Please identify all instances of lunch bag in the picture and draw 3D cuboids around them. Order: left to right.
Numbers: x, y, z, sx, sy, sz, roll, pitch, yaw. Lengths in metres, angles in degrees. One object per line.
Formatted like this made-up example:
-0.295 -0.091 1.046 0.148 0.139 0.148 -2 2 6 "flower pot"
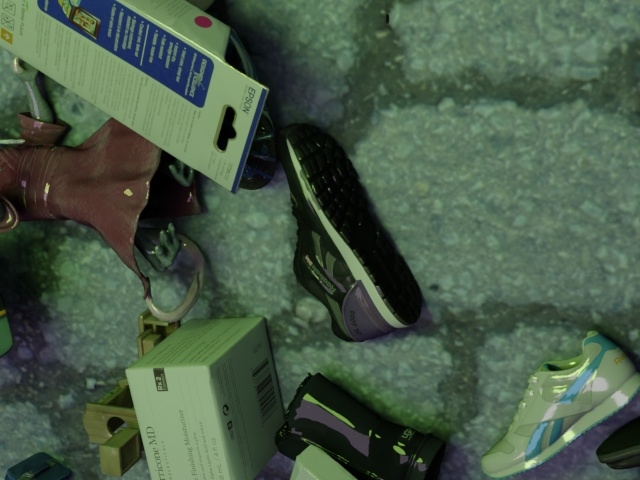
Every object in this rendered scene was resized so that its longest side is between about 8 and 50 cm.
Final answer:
-0.418 0.354 1.736 0.067 0.098 0.065 26 112 18 "lunch bag"

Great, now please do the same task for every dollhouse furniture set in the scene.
-0.268 0.192 1.576 0.101 0.182 0.161 5 109 21 "dollhouse furniture set"

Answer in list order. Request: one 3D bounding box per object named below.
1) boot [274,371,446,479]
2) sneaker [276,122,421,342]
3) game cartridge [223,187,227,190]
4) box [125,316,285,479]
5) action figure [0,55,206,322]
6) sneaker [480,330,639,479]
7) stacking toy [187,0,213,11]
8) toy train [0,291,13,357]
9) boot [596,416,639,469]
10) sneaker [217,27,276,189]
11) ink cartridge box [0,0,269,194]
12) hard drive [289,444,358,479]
0.040 0.305 1.540 0.207 0.094 0.247 25 124 21 "boot"
0.000 0.000 1.453 0.124 0.107 0.283 -25 96 33 "sneaker"
-0.125 -0.104 1.516 0.083 0.017 0.056 49 121 1 "game cartridge"
-0.141 0.211 1.530 0.119 0.182 0.181 -5 105 23 "box"
-0.328 -0.077 1.543 0.370 0.248 0.276 5 137 21 "action figure"
0.273 0.200 1.420 0.228 0.087 0.092 -42 81 21 "sneaker"
-0.287 -0.345 1.444 0.330 0.141 0.141 6 109 24 "stacking toy"
-0.509 0.078 1.598 0.334 0.142 0.190 -9 95 61 "toy train"
0.468 0.305 1.365 0.262 0.091 0.229 -14 101 23 "boot"
-0.096 -0.163 1.451 0.080 0.081 0.211 -7 115 11 "sneaker"
-0.218 -0.218 1.372 0.371 0.069 0.176 34 138 11 "ink cartridge box"
0.028 0.416 1.527 0.203 0.040 0.308 37 139 20 "hard drive"
